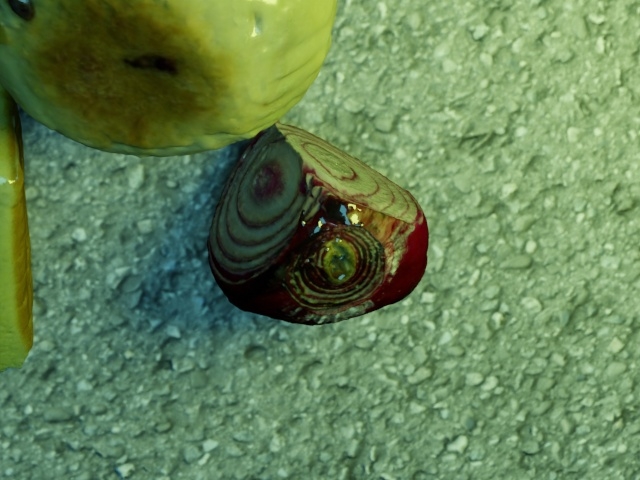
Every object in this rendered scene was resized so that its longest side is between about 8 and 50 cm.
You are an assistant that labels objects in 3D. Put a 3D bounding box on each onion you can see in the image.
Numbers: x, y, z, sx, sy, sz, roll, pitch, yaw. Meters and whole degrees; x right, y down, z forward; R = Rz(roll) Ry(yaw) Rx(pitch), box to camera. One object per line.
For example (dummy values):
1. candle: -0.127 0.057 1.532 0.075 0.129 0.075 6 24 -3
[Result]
1. onion: -0.002 0.005 1.555 0.206 0.216 0.207 24 113 -33

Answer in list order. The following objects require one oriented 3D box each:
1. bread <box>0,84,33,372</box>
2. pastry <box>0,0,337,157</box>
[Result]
1. bread: -0.447 -0.018 1.543 0.233 0.245 0.361 -4 138 -11
2. pastry: -0.164 -0.277 1.369 0.388 0.312 0.388 11 139 9
